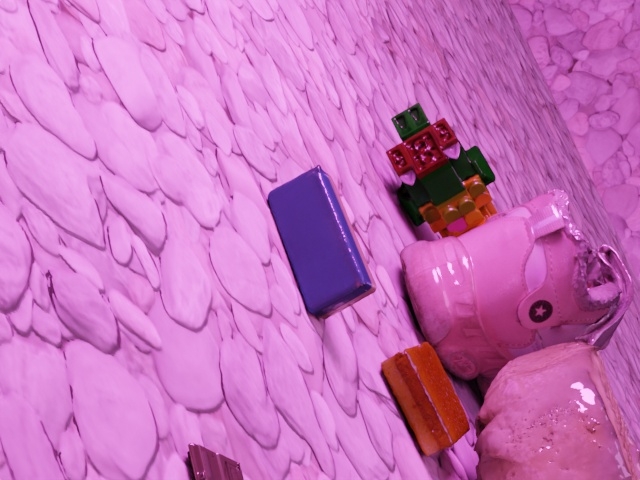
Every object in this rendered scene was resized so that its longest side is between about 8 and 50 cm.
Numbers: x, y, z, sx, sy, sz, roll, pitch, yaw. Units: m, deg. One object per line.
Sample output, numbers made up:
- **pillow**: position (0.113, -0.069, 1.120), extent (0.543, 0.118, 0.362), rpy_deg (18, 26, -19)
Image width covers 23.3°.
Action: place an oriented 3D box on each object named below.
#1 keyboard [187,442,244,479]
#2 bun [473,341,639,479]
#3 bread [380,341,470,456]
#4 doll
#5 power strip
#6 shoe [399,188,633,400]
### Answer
- **keyboard**: position (-0.051, 0.181, 0.910), extent (0.049, 0.015, 0.129), rpy_deg (33, 32, -50)
- **bun**: position (0.225, 0.226, 1.448), extent (0.259, 0.152, 0.259), rpy_deg (-17, 90, -80)
- **bread**: position (0.095, 0.141, 1.392), extent (0.094, 0.035, 0.090), rpy_deg (64, 16, 7)
- **doll**: position (0.146, -0.055, 1.753), extent (0.186, 0.106, 0.134), rpy_deg (57, 6, -16)
- **power strip**: position (0.000, 0.000, 1.291), extent (0.032, 0.056, 0.123), rpy_deg (30, 35, -59)
- **shoe**: position (0.241, 0.087, 1.641), extent (0.351, 0.198, 0.172), rpy_deg (38, 30, -53)
